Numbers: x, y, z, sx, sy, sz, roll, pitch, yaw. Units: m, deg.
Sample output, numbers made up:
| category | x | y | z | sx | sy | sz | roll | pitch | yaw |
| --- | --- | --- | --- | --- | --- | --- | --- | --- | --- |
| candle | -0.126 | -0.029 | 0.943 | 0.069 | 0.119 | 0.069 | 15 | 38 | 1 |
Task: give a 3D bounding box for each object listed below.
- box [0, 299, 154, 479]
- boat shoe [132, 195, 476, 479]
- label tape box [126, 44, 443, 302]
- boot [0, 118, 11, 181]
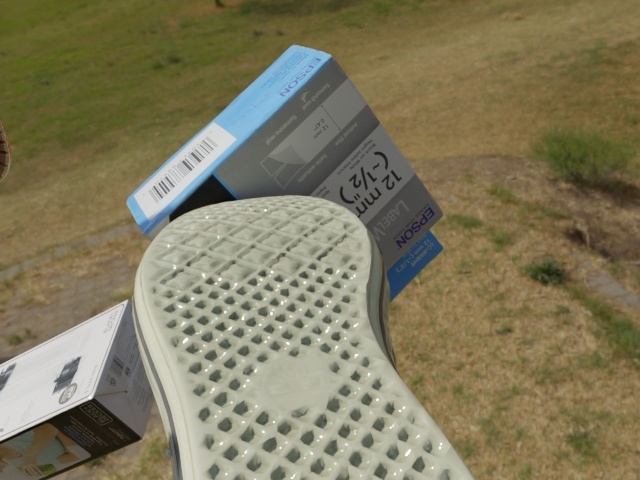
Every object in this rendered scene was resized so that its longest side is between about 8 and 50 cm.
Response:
| category | x | y | z | sx | sy | sz | roll | pitch | yaw |
| --- | --- | --- | --- | --- | --- | --- | --- | --- | --- |
| box | -0.344 | 0.210 | 0.863 | 0.290 | 0.087 | 0.169 | -26 | 32 | 18 |
| boat shoe | -0.021 | 0.108 | 0.446 | 0.186 | 0.156 | 0.500 | -8 | 30 | -11 |
| label tape box | 0.000 | 0.000 | 0.762 | 0.249 | 0.348 | 0.115 | -44 | 30 | -4 |
| boot | -0.288 | -0.110 | 0.554 | 0.059 | 0.158 | 0.084 | -33 | -7 | 2 |
